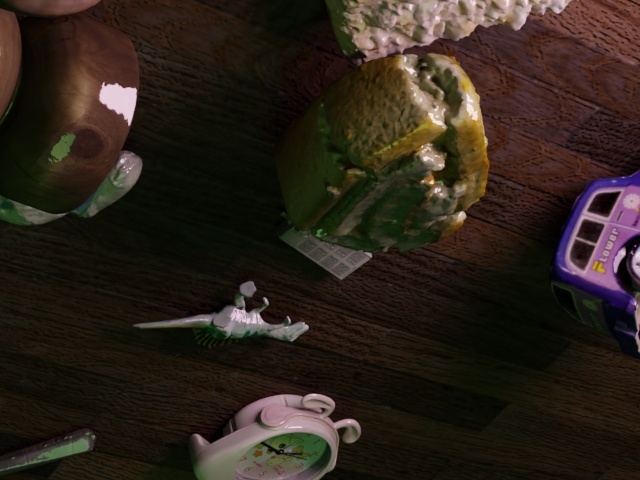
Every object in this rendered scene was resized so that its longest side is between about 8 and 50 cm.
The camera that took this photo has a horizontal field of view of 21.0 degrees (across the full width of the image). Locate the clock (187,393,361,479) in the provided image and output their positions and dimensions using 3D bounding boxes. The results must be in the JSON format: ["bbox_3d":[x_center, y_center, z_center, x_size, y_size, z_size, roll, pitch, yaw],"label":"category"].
[{"bbox_3d":[-0.051,0.248,2.085,0.191,0.062,0.151,-31,137,13],"label":"clock"}]

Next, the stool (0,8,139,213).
[{"bbox_3d":[-0.312,-0.144,1.471,0.264,0.179,0.179,20,126,-37],"label":"stool"}]

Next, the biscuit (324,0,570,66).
[{"bbox_3d":[0.135,-0.267,1.571,0.281,0.084,0.179,-15,145,4],"label":"biscuit"}]

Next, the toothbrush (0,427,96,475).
[{"bbox_3d":[-0.404,0.271,2.004,0.297,0.030,0.030,-17,130,-5],"label":"toothbrush"}]

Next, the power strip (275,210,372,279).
[{"bbox_3d":[0.000,0.000,1.867,0.051,0.019,0.136,-34,137,20],"label":"power strip"}]

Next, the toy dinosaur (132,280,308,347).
[{"bbox_3d":[-0.109,0.097,1.921,0.187,0.044,0.106,-17,154,-4],"label":"toy dinosaur"}]

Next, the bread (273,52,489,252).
[{"bbox_3d":[0.064,-0.083,1.670,0.186,0.124,0.257,-3,156,-17],"label":"bread"}]

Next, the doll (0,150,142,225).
[{"bbox_3d":[-0.277,-0.061,1.659,0.214,0.071,0.103,-3,144,-27],"label":"doll"}]

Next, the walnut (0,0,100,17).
[{"bbox_3d":[-0.229,-0.276,1.351,0.224,0.224,0.224,-11,138,-10],"label":"walnut"}]

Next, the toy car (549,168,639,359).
[{"bbox_3d":[0.353,0.000,1.888,0.235,0.158,0.172,-60,154,-14],"label":"toy car"}]
